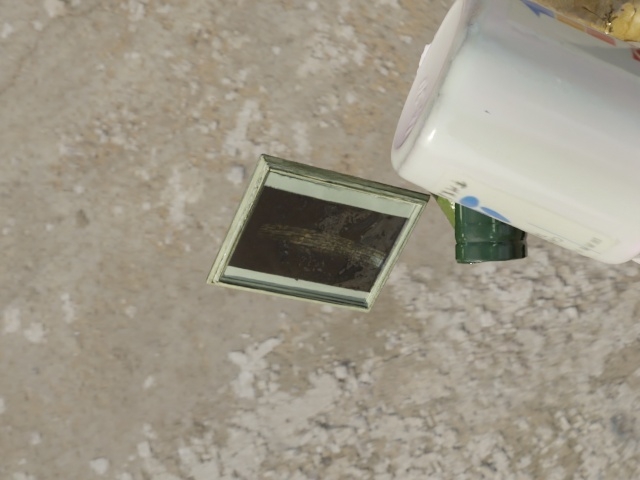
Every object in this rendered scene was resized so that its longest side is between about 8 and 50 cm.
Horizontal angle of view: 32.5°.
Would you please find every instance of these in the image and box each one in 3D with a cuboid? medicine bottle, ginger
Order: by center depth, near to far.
[{"bbox_3d":[0.216,-0.076,0.875,0.293,0.170,0.170,21,99,-5],"label":"medicine bottle"},{"bbox_3d":[0.376,-0.289,1.370,0.363,0.348,0.122,21,121,27],"label":"ginger"}]

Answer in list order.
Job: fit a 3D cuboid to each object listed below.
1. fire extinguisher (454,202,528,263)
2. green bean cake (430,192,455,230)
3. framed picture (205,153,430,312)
[{"bbox_3d":[0.219,-0.128,1.422,0.095,0.114,0.311,-2,93,35],"label":"fire extinguisher"},{"bbox_3d":[0.324,-0.189,1.742,0.335,0.319,0.218,-21,106,35],"label":"green bean cake"},{"bbox_3d":[0.000,0.000,1.650,0.231,0.293,0.018,-65,31,25],"label":"framed picture"}]
